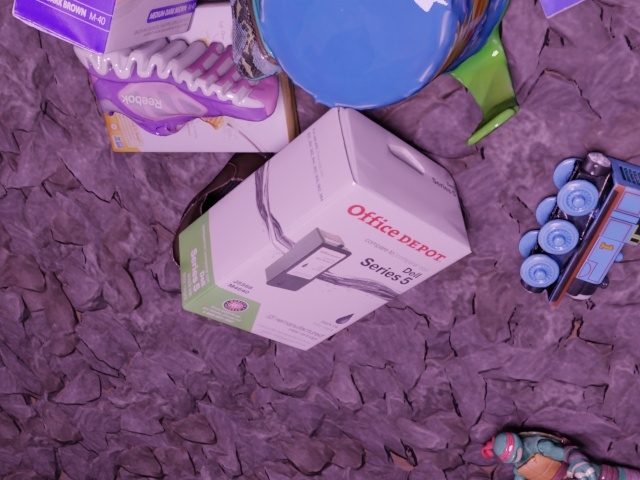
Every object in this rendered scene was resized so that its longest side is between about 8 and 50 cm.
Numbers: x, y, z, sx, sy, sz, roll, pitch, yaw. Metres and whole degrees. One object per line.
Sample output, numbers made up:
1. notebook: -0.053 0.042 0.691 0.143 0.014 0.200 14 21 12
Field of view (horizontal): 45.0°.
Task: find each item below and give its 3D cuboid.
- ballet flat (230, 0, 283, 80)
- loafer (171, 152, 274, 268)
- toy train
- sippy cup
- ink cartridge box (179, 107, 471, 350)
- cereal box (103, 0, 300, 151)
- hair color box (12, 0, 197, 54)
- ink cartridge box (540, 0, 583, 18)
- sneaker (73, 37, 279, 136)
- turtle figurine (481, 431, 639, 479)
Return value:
1. ballet flat: -0.076 -0.249 0.794 0.070 0.070 0.188 -18 67 27
2. loafer: -0.136 -0.030 0.978 0.080 0.078 0.220 35 124 -3
3. toy train: 0.288 -0.008 0.846 0.105 0.080 0.184 18 123 1
4. sippy cup: 0.055 -0.231 0.708 0.305 0.224 0.240 17 124 9
5. ink cartridge box: 0.000 0.000 0.880 0.198 0.115 0.273 25 132 -38
6. cereal box: -0.150 -0.190 0.909 0.240 0.047 0.173 2 118 19
7. hair color box: -0.157 -0.356 0.706 0.110 0.185 0.339 24 117 7
8. ink cartridge box: 0.252 -0.330 0.661 0.206 0.045 0.208 -25 106 17
9. sneaker: -0.155 -0.161 0.849 0.236 0.095 0.105 16 127 16
10. turtle figurine: 0.300 0.306 1.001 0.234 0.118 0.175 22 140 -12
